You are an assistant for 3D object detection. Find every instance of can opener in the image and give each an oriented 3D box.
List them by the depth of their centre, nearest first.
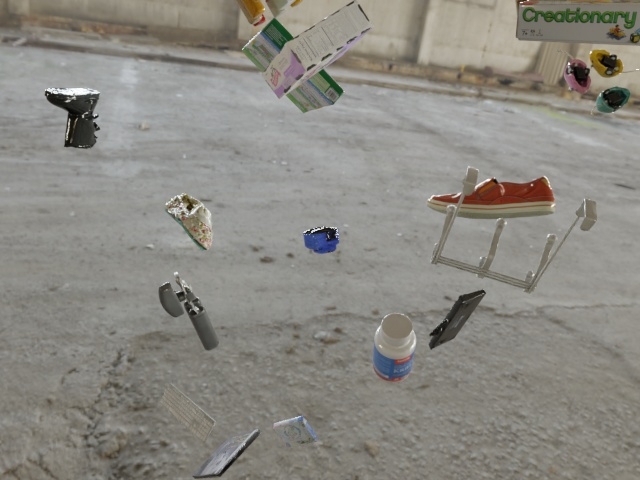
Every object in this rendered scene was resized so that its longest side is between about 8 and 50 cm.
[{"bbox_3d":[-0.357,0.201,1.456,0.095,0.284,0.076,-26,44,-16],"label":"can opener"}]

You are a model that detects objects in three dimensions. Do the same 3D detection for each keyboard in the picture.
[{"bbox_3d":[0.289,0.178,1.197,0.108,0.180,0.023,-16,52,-31],"label":"keyboard"},{"bbox_3d":[-0.421,0.537,1.699,0.255,0.072,0.014,22,-13,40],"label":"keyboard"}]

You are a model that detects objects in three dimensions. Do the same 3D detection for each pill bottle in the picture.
[{"bbox_3d":[0.219,0.318,1.613,0.124,0.222,0.124,-2,47,2],"label":"pill bottle"}]

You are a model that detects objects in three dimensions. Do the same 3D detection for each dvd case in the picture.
[{"bbox_3d":[-0.274,0.617,1.562,0.018,0.221,0.164,52,52,-2],"label":"dvd case"}]

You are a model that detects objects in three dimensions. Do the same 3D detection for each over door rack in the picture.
[{"bbox_3d":[0.376,-0.024,1.102,0.239,0.324,0.108,16,60,7],"label":"over door rack"}]

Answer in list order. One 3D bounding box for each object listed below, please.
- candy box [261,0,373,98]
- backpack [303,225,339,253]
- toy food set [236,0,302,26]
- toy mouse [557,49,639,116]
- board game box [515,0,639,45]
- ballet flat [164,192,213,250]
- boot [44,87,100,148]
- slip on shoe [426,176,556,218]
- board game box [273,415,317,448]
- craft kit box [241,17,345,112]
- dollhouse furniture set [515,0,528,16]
[{"bbox_3d":[-0.011,-0.400,1.143,0.196,0.070,0.164,-40,11,-21],"label":"candy box"},{"bbox_3d":[0.000,0.000,2.027,0.120,0.101,0.098,-8,4,-32],"label":"backpack"},{"bbox_3d":[-0.151,-0.647,1.434,0.111,0.105,0.232,-20,16,43],"label":"toy food set"},{"bbox_3d":[0.457,-0.256,0.906,0.160,0.143,0.031,21,-21,-7],"label":"toy mouse"},{"bbox_3d":[0.449,-0.305,0.729,0.305,0.053,0.193,17,36,34],"label":"board game box"},{"bbox_3d":[-0.300,-0.056,1.263,0.241,0.077,0.091,36,-10,49],"label":"ballet flat"},{"bbox_3d":[-0.422,-0.206,0.922,0.045,0.099,0.121,19,19,9],"label":"boot"},{"bbox_3d":[0.445,-0.113,1.436,0.331,0.102,0.123,-2,-7,30],"label":"slip on shoe"},{"bbox_3d":[-0.068,0.519,1.464,0.089,0.090,0.020,-20,28,15],"label":"board game box"},{"bbox_3d":[-0.079,-0.450,1.433,0.250,0.061,0.246,42,-10,-21],"label":"craft kit box"},{"bbox_3d":[0.537,-0.615,1.387,0.090,0.114,0.081,-4,32,24],"label":"dollhouse furniture set"}]
